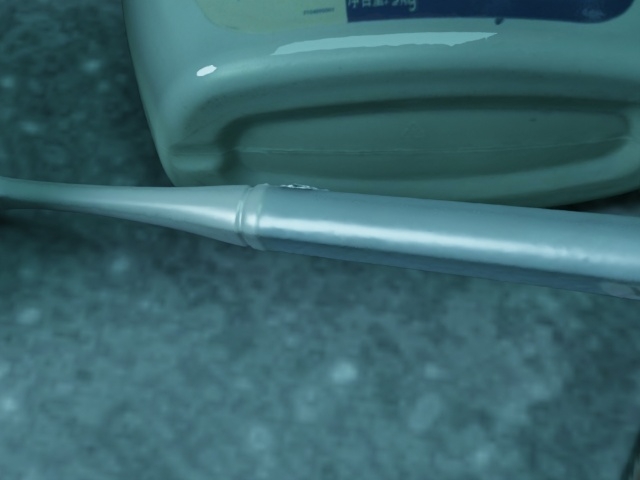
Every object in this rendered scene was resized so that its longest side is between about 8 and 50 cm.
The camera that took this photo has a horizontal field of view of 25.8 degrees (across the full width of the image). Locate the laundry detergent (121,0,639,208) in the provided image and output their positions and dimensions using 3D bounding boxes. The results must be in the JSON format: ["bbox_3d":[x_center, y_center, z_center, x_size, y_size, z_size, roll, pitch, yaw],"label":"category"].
[{"bbox_3d":[0.030,-0.147,0.540,0.215,0.105,0.280,-2,56,-1],"label":"laundry detergent"}]

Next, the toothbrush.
[{"bbox_3d":[0.001,-0.002,0.448,0.342,0.025,0.030,4,64,19],"label":"toothbrush"}]
